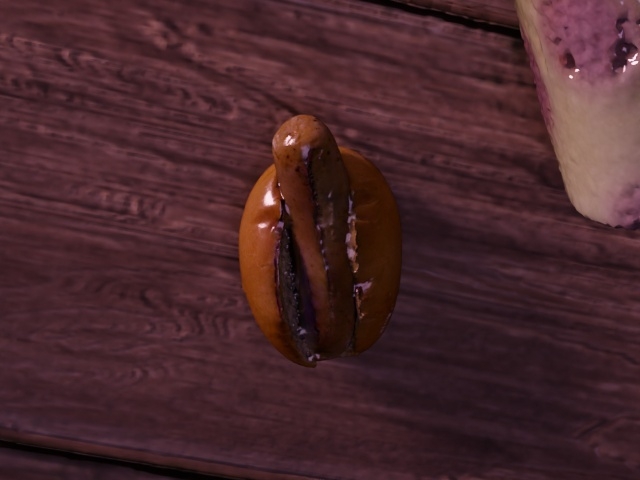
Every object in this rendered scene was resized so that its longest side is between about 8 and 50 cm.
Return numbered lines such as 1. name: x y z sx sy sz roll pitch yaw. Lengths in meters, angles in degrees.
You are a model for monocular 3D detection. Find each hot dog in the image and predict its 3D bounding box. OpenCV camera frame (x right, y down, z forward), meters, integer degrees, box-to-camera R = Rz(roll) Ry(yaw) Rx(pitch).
1. hot dog: 0.002 0.000 1.010 0.090 0.060 0.140 -2 103 -15

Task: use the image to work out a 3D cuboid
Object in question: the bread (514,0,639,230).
1. bread: 0.170 -0.188 0.934 0.187 0.155 0.338 -16 109 -1
